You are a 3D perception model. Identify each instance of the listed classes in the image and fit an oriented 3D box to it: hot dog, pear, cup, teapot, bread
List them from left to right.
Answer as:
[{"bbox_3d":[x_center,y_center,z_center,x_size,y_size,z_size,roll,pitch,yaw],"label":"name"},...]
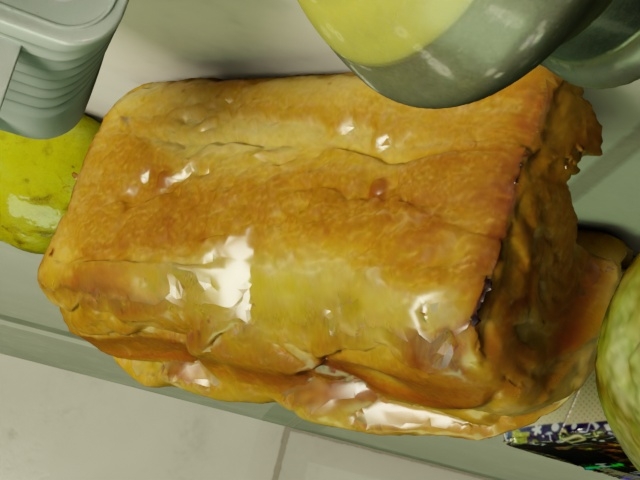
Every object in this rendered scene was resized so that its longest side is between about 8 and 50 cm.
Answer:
[{"bbox_3d":[-0.142,-0.099,0.547,0.095,0.128,0.129,20,161,-15],"label":"cup"},{"bbox_3d":[-0.187,-0.041,0.840,0.107,0.107,0.131,-2,154,46],"label":"pear"},{"bbox_3d":[0.002,0.005,0.680,0.344,0.195,0.149,5,157,39],"label":"bread"},{"bbox_3d":[0.065,-0.113,0.357,0.119,0.130,0.165,7,139,-34],"label":"teapot"},{"bbox_3d":[0.174,0.027,0.859,0.090,0.060,0.140,22,154,-22],"label":"hot dog"}]

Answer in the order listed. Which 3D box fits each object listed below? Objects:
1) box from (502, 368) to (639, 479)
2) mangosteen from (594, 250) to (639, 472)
[{"bbox_3d":[0.309,0.108,0.845,0.310,0.084,0.198,-14,155,39],"label":"box"},{"bbox_3d":[0.240,0.026,0.316,0.300,0.300,0.300,13,165,4],"label":"mangosteen"}]
